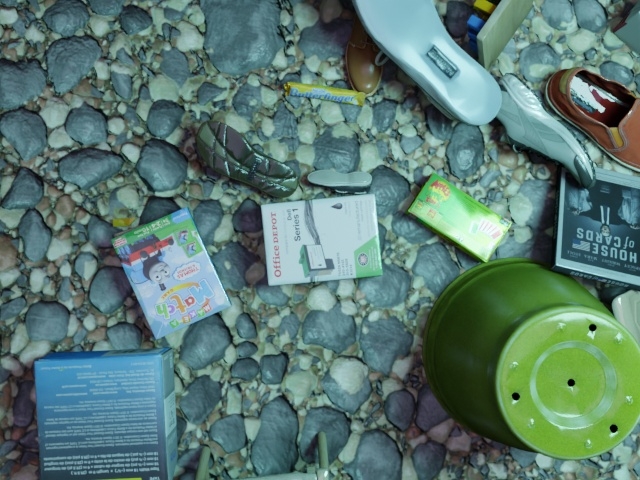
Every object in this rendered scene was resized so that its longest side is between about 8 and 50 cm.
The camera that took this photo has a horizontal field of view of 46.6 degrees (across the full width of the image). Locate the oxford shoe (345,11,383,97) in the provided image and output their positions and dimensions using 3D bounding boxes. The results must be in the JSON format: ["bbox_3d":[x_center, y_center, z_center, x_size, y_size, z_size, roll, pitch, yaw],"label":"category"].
[{"bbox_3d":[0.089,-0.385,1.432,0.076,0.076,0.212,2,93,-3],"label":"oxford shoe"}]

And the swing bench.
[{"bbox_3d":[-0.105,0.471,1.344,0.253,0.254,0.165,-6,90,0],"label":"swing bench"}]

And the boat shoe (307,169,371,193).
[{"bbox_3d":[0.037,-0.112,1.450,0.125,0.038,0.046,0,47,0],"label":"boat shoe"}]

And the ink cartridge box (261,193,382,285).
[{"bbox_3d":[0.000,0.000,1.423,0.219,0.092,0.160,-6,90,0],"label":"ink cartridge box"}]

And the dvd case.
[{"bbox_3d":[0.530,-0.032,1.401,0.179,0.029,0.238,13,62,0],"label":"dvd case"}]

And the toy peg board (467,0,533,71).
[{"bbox_3d":[0.322,-0.427,1.398,0.079,0.161,0.160,36,91,18],"label":"toy peg board"}]

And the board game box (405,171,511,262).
[{"bbox_3d":[0.267,-0.043,1.443,0.181,0.043,0.092,33,85,0],"label":"board game box"}]

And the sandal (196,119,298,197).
[{"bbox_3d":[-0.143,-0.156,1.446,0.219,0.060,0.090,26,96,-14],"label":"sandal"}]

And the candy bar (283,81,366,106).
[{"bbox_3d":[0.008,-0.287,1.452,0.161,0.040,0.018,8,62,1],"label":"candy bar"}]

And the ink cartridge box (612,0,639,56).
[{"bbox_3d":[0.677,-0.437,1.402,0.127,0.128,0.176,41,89,0],"label":"ink cartridge box"}]

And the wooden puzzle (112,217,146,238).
[{"bbox_3d":[-0.365,0.007,1.466,0.079,0.014,0.116,-12,90,4],"label":"wooden puzzle"}]

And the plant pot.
[{"bbox_3d":[0.382,0.215,1.293,0.366,0.353,0.366,0,90,1],"label":"plant pot"}]

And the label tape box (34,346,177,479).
[{"bbox_3d":[-0.403,0.380,1.419,0.241,0.106,0.333,-2,90,0],"label":"label tape box"}]

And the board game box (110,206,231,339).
[{"bbox_3d":[-0.288,0.063,1.441,0.160,0.039,0.211,-24,94,-5],"label":"board game box"}]

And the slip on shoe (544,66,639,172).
[{"bbox_3d":[0.584,-0.224,1.417,0.331,0.101,0.123,33,89,-1],"label":"slip on shoe"}]

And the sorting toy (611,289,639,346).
[{"bbox_3d":[0.626,0.176,1.407,0.208,0.038,0.193,-14,90,-39],"label":"sorting toy"}]

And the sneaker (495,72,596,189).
[{"bbox_3d":[0.418,-0.194,1.419,0.108,0.100,0.271,-45,76,13],"label":"sneaker"}]

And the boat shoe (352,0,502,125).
[{"bbox_3d":[0.181,-0.361,1.387,0.367,0.156,0.136,42,87,-13],"label":"boat shoe"}]
